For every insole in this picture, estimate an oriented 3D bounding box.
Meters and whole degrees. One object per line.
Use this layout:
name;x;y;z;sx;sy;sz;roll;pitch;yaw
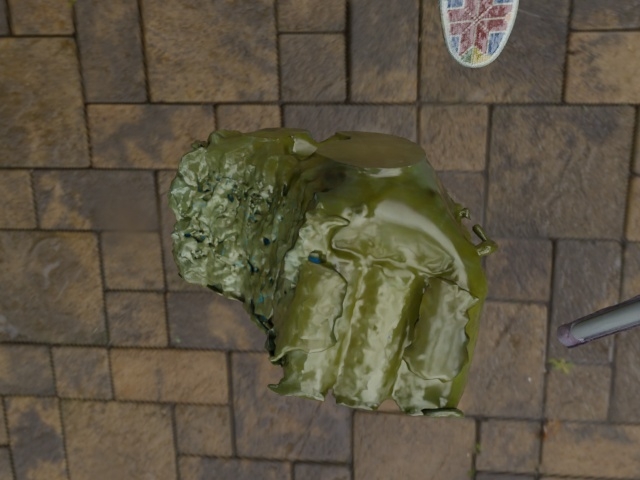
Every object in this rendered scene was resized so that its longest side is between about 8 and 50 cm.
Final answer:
insole;0.125;-0.215;0.640;0.065;0.006;0.193;-6;134;-4

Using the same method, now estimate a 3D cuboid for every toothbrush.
toothbrush;0.258;0.040;0.601;0.029;0.354;0.024;-21;79;-15

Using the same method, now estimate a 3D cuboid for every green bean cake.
green bean cake;0.000;0.000;0.752;0.284;0.310;0.202;12;105;-8
